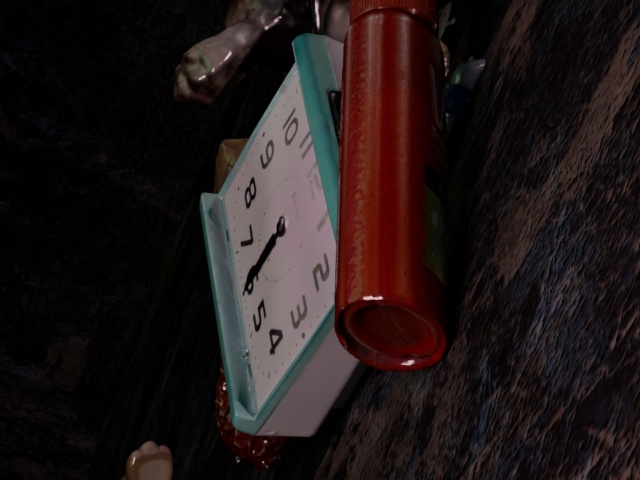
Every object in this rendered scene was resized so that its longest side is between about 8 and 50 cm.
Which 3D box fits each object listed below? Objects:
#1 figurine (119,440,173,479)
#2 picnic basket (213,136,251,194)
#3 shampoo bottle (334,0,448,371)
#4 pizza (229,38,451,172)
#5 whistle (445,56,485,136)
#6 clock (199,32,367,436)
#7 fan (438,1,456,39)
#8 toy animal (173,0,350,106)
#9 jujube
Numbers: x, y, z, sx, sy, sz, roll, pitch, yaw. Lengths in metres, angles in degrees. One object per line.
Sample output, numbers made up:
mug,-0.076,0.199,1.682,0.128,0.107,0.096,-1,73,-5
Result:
figurine,-0.181,0.349,1.653,0.247,0.177,0.173,-52,1,43
picnic basket,-0.032,-0.013,1.674,0.128,0.137,0.178,114,147,-72
shampoo bottle,0.053,-0.066,1.243,0.118,0.076,0.314,54,-148,-54
pizza,0.019,-0.112,1.566,0.246,0.058,0.127,-37,15,19
whistle,0.109,-0.111,1.374,0.033,0.029,0.083,-6,57,63
clock,0.000,0.000,1.428,0.231,0.116,0.262,-57,33,38
fan,0.113,-0.196,1.589,0.083,0.004,0.056,178,111,-79
toy animal,0.001,-0.254,1.545,0.302,0.194,0.344,-43,-2,-20
jujube,-0.053,0.128,1.595,0.104,0.104,0.166,-90,21,-64
